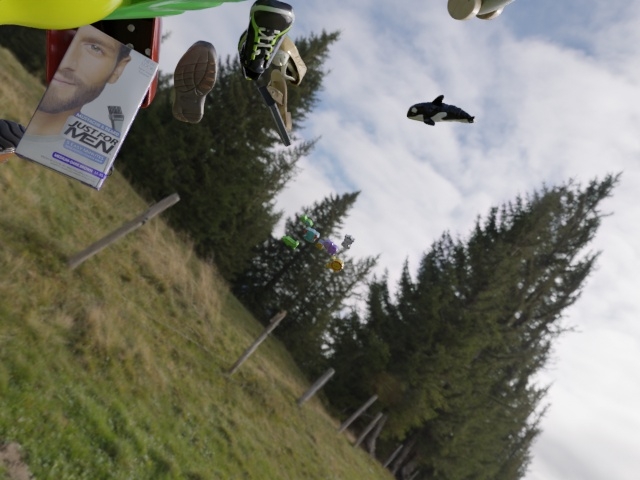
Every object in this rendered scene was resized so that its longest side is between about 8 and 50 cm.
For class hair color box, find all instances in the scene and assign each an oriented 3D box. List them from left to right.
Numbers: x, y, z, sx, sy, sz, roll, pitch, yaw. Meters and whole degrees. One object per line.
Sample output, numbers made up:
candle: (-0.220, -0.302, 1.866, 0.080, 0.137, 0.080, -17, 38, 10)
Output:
hair color box: (-0.546, -0.310, 1.073, 0.185, 0.338, 0.110, 25, -9, -25)

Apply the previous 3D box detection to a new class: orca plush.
orca plush: (0.497, -0.540, 1.849, 0.287, 0.151, 0.102, 24, -43, 33)

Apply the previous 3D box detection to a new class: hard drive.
hard drive: (-0.116, -0.319, 1.165, 0.094, 0.022, 0.135, 61, -3, 39)

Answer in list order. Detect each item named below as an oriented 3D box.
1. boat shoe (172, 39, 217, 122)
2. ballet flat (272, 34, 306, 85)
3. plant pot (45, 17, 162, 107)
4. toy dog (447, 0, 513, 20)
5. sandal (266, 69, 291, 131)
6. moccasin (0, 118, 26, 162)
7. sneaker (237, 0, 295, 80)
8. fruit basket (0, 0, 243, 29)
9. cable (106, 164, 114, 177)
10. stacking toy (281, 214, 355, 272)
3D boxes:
boat shoe: (-0.435, -0.555, 1.540, 0.132, 0.130, 0.355, 13, -29, -24)
ballet flat: (-0.096, -0.502, 1.247, 0.080, 0.073, 0.232, 16, -3, 21)
plant pot: (-0.576, -0.549, 1.275, 0.267, 0.267, 0.235, 11, 21, -7)
toy dog: (0.469, -0.676, 1.105, 0.220, 0.334, 0.161, -27, 100, -61)
sandal: (-0.171, -0.516, 1.654, 0.088, 0.079, 0.240, -15, -93, 54)
moccasin: (-1.019, -0.244, 1.306, 0.147, 0.380, 0.139, -31, -72, 38)
sneaker: (-0.110, -0.383, 0.894, 0.235, 0.084, 0.097, 174, -82, -70)
fruit basket: (-0.225, -0.339, 0.436, 0.392, 0.392, 0.282, -152, -119, -61)
cable: (-0.805, -0.282, 1.559, 0.047, 0.184, 0.150, 9, -74, 31)
stacking toy: (0.000, 0.000, 1.516, 0.221, 0.167, 0.052, 30, -54, 4)
